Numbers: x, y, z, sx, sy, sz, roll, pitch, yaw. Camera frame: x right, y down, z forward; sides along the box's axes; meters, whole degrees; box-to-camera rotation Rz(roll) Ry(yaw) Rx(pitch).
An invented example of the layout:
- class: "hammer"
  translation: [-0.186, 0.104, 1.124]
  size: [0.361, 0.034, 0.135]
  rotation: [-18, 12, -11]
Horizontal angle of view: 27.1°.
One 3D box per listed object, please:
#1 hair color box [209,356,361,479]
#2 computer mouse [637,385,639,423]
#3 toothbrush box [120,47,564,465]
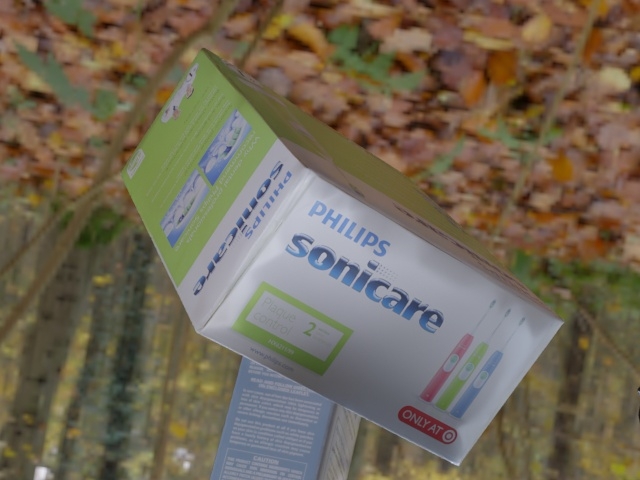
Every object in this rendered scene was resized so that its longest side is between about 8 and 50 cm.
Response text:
- class: "hair color box"
  translation: [-0.023, 0.184, 1.428]
  size: [0.113, 0.374, 0.185]
  rotation: [10, 156, 11]
- class: "computer mouse"
  translation: [0.273, 0.010, 0.751]
  size: [0.060, 0.262, 0.184]
  rotation: [28, 160, -11]
- class: "toothbrush box"
  translation: [0.000, 0.000, 0.898]
  size: [0.206, 0.122, 0.283]
  rotation: [30, -171, -27]
